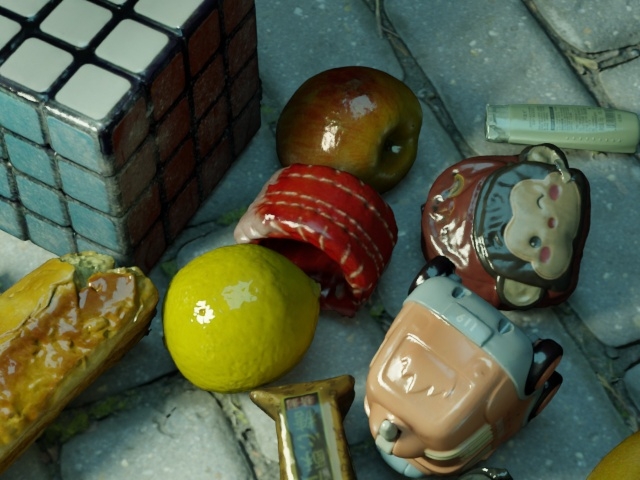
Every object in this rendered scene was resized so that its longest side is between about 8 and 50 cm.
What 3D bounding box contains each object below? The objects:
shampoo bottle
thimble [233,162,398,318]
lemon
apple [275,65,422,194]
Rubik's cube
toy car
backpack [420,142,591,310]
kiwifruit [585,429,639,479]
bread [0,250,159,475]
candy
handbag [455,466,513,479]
[{"bbox_3d":[0.333,-0.157,1.984,0.212,0.049,0.072,4,57,1],"label":"shampoo bottle"},{"bbox_3d":[-0.005,-0.005,1.795,0.189,0.163,0.125,23,54,8],"label":"thimble"},{"bbox_3d":[-0.093,0.092,1.710,0.203,0.178,0.178,-21,55,4],"label":"lemon"},{"bbox_3d":[0.038,-0.153,1.928,0.173,0.160,0.195,22,46,41],"label":"apple"},{"bbox_3d":[-0.301,-0.203,1.832,0.337,0.344,0.344,24,56,17],"label":"Rubik's cube"},{"bbox_3d":[0.143,0.167,1.627,0.180,0.270,0.212,38,80,19],"label":"toy car"},{"bbox_3d":[0.232,-0.016,1.830,0.229,0.139,0.229,0,72,1],"label":"backpack"},{"bbox_3d":[0.385,0.300,1.557,0.234,0.196,0.196,-33,60,-26],"label":"kiwifruit"},{"bbox_3d":[-0.349,0.143,1.668,0.149,0.195,0.344,43,62,4],"label":"bread"},{"bbox_3d":[0.006,0.282,1.625,0.143,0.101,0.271,-12,61,2],"label":"candy"},{"bbox_3d":[0.079,0.368,1.475,0.332,0.075,0.191,-31,37,1],"label":"handbag"}]
